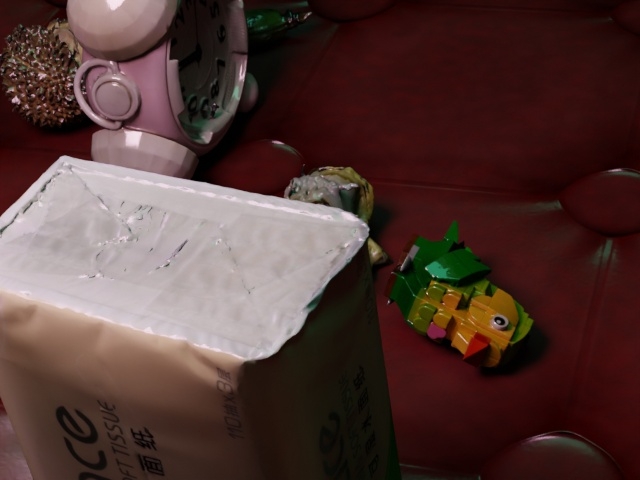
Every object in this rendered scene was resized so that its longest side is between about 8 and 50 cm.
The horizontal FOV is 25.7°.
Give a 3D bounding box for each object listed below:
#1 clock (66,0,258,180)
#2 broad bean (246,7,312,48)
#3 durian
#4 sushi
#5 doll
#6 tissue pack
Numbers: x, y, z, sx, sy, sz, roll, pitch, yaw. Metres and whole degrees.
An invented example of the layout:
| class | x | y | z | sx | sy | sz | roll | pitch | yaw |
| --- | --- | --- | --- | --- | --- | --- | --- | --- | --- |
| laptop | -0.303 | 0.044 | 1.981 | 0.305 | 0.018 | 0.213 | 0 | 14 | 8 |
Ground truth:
| class | x | y | z | sx | sy | sz | roll | pitch | yaw |
| --- | --- | --- | --- | --- | --- | --- | --- | --- | --- |
| clock | -0.216 | -0.254 | 1.917 | 0.184 | 0.342 | 0.326 | -1 | 29 | 19 |
| broad bean | -0.180 | -0.332 | 2.231 | 0.339 | 0.061 | 0.077 | -2 | 30 | 6 |
| durian | -0.373 | -0.242 | 2.064 | 0.196 | 0.167 | 0.196 | 0 | 45 | 0 |
| sushi | 0.001 | 0.006 | 1.700 | 0.139 | 0.131 | 0.291 | 4 | 30 | 16 |
| doll | 0.160 | 0.067 | 1.608 | 0.134 | 0.106 | 0.186 | -18 | 53 | -36 |
| tissue pack | -0.112 | 0.154 | 1.289 | 0.331 | 0.405 | 0.205 | 13 | 44 | 25 |
